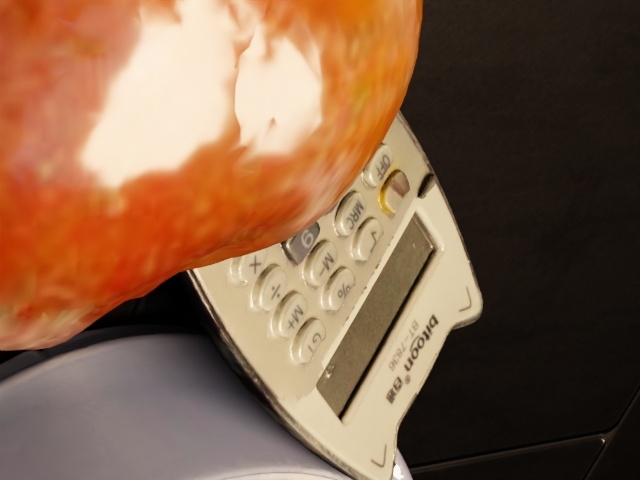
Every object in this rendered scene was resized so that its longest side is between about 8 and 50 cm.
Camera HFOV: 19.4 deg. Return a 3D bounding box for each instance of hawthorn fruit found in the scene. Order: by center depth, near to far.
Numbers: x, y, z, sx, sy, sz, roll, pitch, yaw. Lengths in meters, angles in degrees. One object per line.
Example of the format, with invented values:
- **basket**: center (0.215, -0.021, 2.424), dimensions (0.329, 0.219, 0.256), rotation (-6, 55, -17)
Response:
- **hawthorn fruit**: center (-0.094, -0.093, 0.686), dimensions (0.284, 0.284, 0.284), rotation (-23, 142, -20)

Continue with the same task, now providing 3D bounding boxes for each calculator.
- **calculator**: center (0.000, 0.000, 0.968), dimensions (0.177, 0.040, 0.268), rotation (-58, 138, -30)

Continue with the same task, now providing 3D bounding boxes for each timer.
- **timer**: center (-0.110, 0.221, 1.086), dimensions (0.395, 0.173, 0.395), rotation (-23, 140, -20)
